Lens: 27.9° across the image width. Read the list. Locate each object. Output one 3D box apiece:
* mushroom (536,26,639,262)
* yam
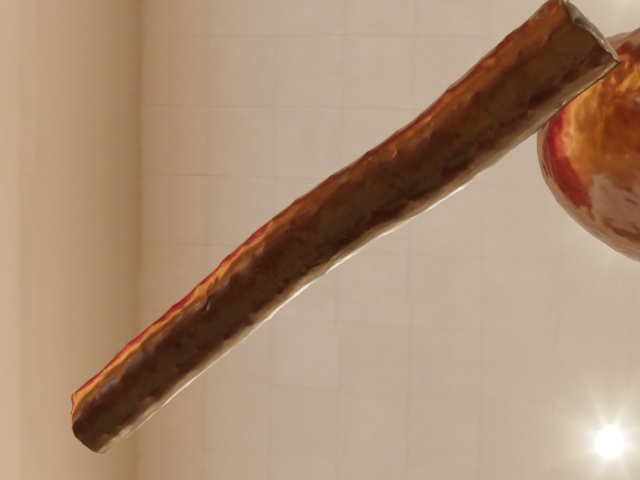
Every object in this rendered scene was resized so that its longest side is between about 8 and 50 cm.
[{"bbox_3d":[0.310,-0.103,0.761,0.346,0.345,0.259,-1,-84,15],"label":"mushroom"},{"bbox_3d":[0.000,0.000,0.626,0.327,0.045,0.045,-38,-99,18],"label":"yam"}]
